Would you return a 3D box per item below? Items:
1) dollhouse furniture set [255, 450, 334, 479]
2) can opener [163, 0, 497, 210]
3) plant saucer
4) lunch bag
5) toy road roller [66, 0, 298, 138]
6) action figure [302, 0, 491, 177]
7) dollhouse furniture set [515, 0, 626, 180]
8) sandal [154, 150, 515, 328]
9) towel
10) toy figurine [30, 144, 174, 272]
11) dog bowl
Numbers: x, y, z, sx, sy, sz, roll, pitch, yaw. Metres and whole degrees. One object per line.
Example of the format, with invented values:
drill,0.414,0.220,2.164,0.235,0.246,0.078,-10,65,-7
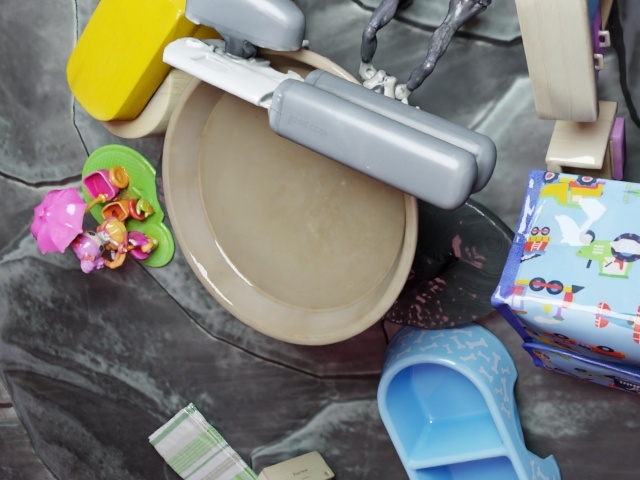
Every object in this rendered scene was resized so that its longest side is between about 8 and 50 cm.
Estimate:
dollhouse furniture set,-0.005,0.422,0.998,0.242,0.212,0.161,49,124,31
can opener,0.001,-0.122,0.594,0.283,0.076,0.095,27,124,23
plant saucer,-0.030,-0.039,0.719,0.277,0.041,0.278,12,113,31
lunch bag,0.299,0.080,0.719,0.220,0.138,0.293,11,156,27
toy road roller,-0.137,-0.284,0.778,0.240,0.202,0.329,48,119,16
action figure,0.039,-0.133,0.743,0.164,0.141,0.276,30,95,13
dollhouse furniture set,0.333,-0.169,0.591,0.303,0.198,0.286,9,150,29
sandal,-0.002,0.002,0.877,0.445,0.107,0.168,16,116,18
towel,-0.167,0.313,1.134,0.152,0.023,0.113,47,124,-2
toy figurine,-0.276,-0.015,0.964,0.130,0.159,0.173,-21,101,30
dog bowl,0.167,0.235,0.916,0.165,0.074,0.297,-19,101,29
